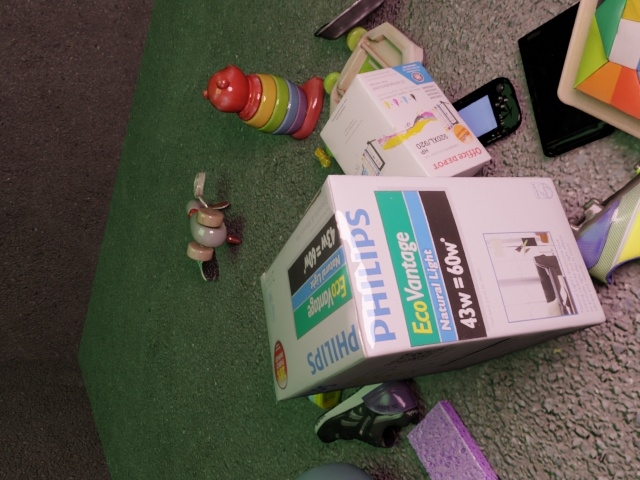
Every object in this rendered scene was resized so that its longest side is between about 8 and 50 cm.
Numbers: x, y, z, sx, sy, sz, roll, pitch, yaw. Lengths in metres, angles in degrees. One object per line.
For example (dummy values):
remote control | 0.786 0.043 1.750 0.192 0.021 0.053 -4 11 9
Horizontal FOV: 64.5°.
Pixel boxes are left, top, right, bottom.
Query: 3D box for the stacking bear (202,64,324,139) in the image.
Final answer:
stacking bear | -0.157 -0.370 1.325 0.175 0.288 0.165 0 85 52

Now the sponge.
sponge | 0.246 0.412 0.914 0.117 0.031 0.210 -58 45 30

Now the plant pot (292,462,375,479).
plant pot | 0.034 0.586 0.976 0.293 0.292 0.235 -64 28 24

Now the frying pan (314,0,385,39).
frying pan | 0.040 -0.515 1.217 0.053 0.197 0.326 52 147 -16

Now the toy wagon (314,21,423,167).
toy wagon | 0.097 -0.317 1.173 0.344 0.068 0.267 -58 45 31

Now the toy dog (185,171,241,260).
toy dog | -0.359 -0.057 1.699 0.220 0.160 0.334 -58 30 34

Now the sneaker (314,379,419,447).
sneaker | 0.091 0.390 1.064 0.283 0.107 0.124 -50 55 36

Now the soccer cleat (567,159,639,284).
soccer cleat | 0.462 -0.053 0.672 0.121 0.093 0.289 47 123 8

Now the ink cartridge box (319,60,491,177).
ink cartridge box | 0.150 -0.172 0.929 0.233 0.171 0.168 58 145 12

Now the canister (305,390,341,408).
canister | -0.023 0.324 1.241 0.169 0.073 0.126 12 95 51

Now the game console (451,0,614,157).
game console | 0.328 -0.224 0.881 0.361 0.043 0.213 -25 66 49

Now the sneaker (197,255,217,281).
sneaker | -0.403 0.081 1.789 0.075 0.057 0.161 119 138 -52

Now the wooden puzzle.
wooden puzzle | 0.397 -0.246 0.627 0.239 0.044 0.221 -119 25 -55

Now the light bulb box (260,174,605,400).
light bulb box | 0.131 0.083 0.770 0.358 0.360 0.226 130 133 -58
